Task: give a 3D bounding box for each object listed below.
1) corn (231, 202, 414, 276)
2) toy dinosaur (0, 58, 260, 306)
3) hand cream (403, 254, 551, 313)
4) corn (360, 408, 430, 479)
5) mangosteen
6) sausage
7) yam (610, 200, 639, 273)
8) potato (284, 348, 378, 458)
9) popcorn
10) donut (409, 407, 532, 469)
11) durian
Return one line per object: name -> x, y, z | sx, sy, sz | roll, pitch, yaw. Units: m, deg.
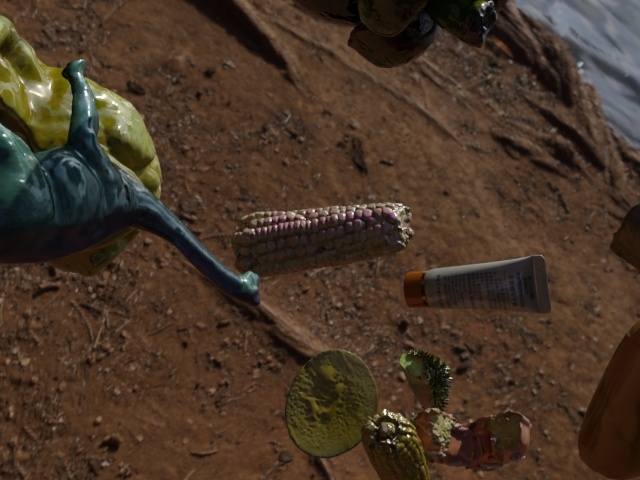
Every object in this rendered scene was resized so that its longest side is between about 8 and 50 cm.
corn -> 0.000, -0.002, 1.253 | 0.336, 0.126, 0.126 | -5, 53, 14
toy dinosaur -> -0.231, 0.004, 0.644 | 0.330, 0.129, 0.383 | 54, 33, -6
hand cream -> 0.342, 0.099, 1.523 | 0.089, 0.315, 0.139 | -43, 127, -56
corn -> 0.135, 0.377, 1.167 | 0.091, 0.260, 0.091 | -10, 48, 12
mangosteen -> 0.089, -0.352, 0.728 | 0.301, 0.300, 0.300 | 15, 53, -21
sausage -> 0.446, 0.181, 0.927 | 0.112, 0.328, 0.112 | 10, 27, -5
yam -> 0.408, 0.092, 0.587 | 0.356, 0.081, 0.081 | 45, 48, 17
potato -> 0.013, 0.326, 1.375 | 0.178, 0.158, 0.203 | 6, 75, -7
popcorn -> -0.371, -0.115, 0.889 | 0.334, 0.292, 0.293 | 26, 19, -35
donut -> 0.282, 0.383, 1.317 | 0.233, 0.199, 0.085 | 0, 60, 5
durian -> 0.251, 0.315, 1.544 | 0.096, 0.220, 0.137 | -25, 94, -1
